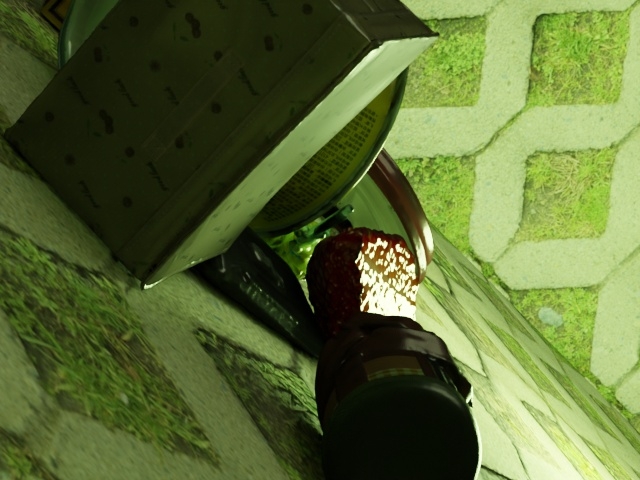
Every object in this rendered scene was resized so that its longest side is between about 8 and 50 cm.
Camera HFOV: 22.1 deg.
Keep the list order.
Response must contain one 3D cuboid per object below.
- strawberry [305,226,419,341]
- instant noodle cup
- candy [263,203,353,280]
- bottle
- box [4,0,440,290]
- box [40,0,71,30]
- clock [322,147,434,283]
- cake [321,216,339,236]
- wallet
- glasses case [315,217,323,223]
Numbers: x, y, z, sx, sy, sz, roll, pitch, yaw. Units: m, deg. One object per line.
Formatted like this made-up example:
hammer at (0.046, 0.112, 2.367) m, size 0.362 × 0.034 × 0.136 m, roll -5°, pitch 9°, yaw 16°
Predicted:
strawberry at (0.035, 0.065, 1.766) m, size 0.175 × 0.106 × 0.236 m, roll -61°, pitch 145°, yaw -50°
instant noodle cup at (-0.105, -0.192, 1.729) m, size 0.254 × 0.325 × 0.325 m, roll 26°, pitch 19°, yaw -40°
candy at (-0.009, -0.008, 1.805) m, size 0.077 × 0.073 × 0.262 m, roll 30°, pitch -15°, yaw -9°
bottle at (0.066, 0.148, 1.445) m, size 0.271 × 0.143 × 0.156 m, roll -104°, pitch -173°, yaw -76°
box at (-0.080, -0.137, 1.418) m, size 0.190 × 0.297 × 0.225 m, roll 48°, pitch 19°, yaw 6°
box at (-0.254, -0.279, 2.092) m, size 0.193 × 0.084 × 0.301 m, roll 44°, pitch 8°, yaw -16°
clock at (0.026, -0.059, 2.186) m, size 0.318 × 0.080 × 0.318 m, roll 46°, pitch -18°, yaw 19°
cake at (0.000, 0.000, 2.157) m, size 0.121 × 0.052 × 0.065 m, roll 50°, pitch 14°, yaw 30°
wallet at (-0.068, 0.031, 1.672) m, size 0.245 × 0.052 × 0.168 m, roll 41°, pitch 13°, yaw -48°
glasses case at (-0.081, -0.078, 2.084) m, size 0.233 × 0.059 × 0.092 m, roll 44°, pitch 10°, yaw -5°
